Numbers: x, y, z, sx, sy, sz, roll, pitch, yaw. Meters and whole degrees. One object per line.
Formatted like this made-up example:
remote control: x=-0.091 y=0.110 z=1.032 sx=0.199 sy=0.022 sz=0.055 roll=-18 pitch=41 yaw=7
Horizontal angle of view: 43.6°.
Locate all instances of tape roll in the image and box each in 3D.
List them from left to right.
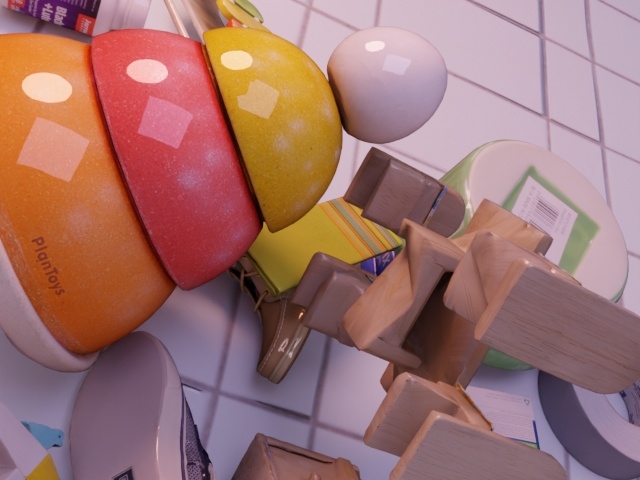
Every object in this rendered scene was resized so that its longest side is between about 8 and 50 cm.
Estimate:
tape roll: x=0.426 y=0.228 z=1.155 sx=0.219 sy=0.072 sz=0.219 roll=14 pitch=52 yaw=-19

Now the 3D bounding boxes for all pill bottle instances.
pill bottle: x=-0.337 y=-0.348 z=1.114 sx=0.193 sy=0.108 sz=0.108 roll=15 pitch=53 yaw=-19

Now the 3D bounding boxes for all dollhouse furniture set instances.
dollhouse furniture set: x=0.120 y=0.162 z=0.789 sx=0.256 sy=0.394 sz=0.362 roll=24 pitch=11 yaw=-22

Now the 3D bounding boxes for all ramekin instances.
ramekin: x=0.268 y=0.009 z=1.090 sx=0.303 sy=0.148 sz=0.303 roll=15 pitch=53 yaw=-21

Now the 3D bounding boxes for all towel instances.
towel: x=0.000 y=0.000 z=1.006 sx=0.237 sy=0.021 sz=0.102 roll=-19 pitch=61 yaw=-45

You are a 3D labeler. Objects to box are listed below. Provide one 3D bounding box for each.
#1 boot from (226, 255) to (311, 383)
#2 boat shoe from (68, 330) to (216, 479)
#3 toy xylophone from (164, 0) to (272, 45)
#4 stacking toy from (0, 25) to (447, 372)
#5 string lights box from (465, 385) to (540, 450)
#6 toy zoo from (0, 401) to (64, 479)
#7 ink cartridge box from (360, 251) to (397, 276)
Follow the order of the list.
boot: x=-0.099 y=0.035 z=0.987 sx=0.203 sy=0.095 sz=0.262 roll=24 pitch=49 yaw=-13
boat shoe: x=-0.155 y=0.258 z=0.806 sx=0.158 sy=0.127 sz=0.340 roll=55 pitch=12 yaw=-42
toy xylophone: x=-0.128 y=-0.303 z=1.159 sx=0.323 sy=0.081 sz=0.236 roll=60 pitch=18 yaw=12
stacking toy: x=-0.099 y=-0.093 z=0.807 sx=0.479 sy=0.350 sz=0.351 roll=-16 pitch=64 yaw=-4
string lights box: x=0.203 y=0.314 z=0.971 sx=0.133 sy=0.077 sz=0.260 roll=14 pitch=53 yaw=-19
toy zoo: x=-0.313 y=0.260 z=0.668 sx=0.293 sy=0.030 sz=0.192 roll=-50 pitch=126 yaw=-51
ink cartridge box: x=0.180 y=0.046 z=1.156 sx=0.311 sy=0.065 sz=0.186 roll=12 pitch=53 yaw=-19
